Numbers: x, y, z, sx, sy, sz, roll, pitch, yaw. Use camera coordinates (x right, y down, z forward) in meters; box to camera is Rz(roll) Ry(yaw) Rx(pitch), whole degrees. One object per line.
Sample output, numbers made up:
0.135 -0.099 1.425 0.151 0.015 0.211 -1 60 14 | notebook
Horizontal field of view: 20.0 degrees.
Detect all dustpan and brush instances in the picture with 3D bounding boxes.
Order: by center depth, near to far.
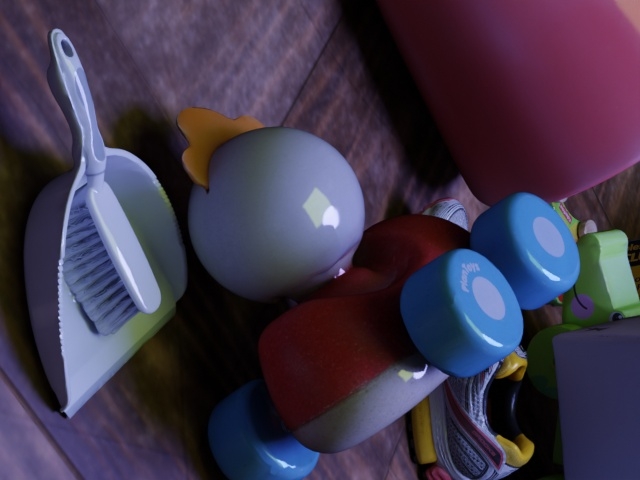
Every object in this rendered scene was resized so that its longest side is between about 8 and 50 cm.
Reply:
-0.134 -0.022 1.067 0.147 0.060 0.211 -47 120 -53 | dustpan and brush

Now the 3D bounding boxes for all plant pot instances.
0.166 -0.198 1.437 0.243 0.275 0.275 51 40 -19 | plant pot

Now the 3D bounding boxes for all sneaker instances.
0.119 0.077 1.410 0.088 0.092 0.225 0 80 -58 | sneaker

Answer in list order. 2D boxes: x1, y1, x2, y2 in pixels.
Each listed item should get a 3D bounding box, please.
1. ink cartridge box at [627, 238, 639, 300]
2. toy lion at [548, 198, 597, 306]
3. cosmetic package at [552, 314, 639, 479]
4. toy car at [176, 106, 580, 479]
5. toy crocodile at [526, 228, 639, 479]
0.411 0.066 1.672 0.130 0.309 0.272 52 41 -36 | ink cartridge box
0.213 0.006 1.645 0.100 0.034 0.096 52 48 -36 | toy lion
0.320 0.247 1.443 0.217 0.156 0.385 -10 97 -41 | cosmetic package
0.000 0.000 1.170 0.238 0.219 0.210 55 34 -1 | toy car
0.240 0.160 1.538 0.115 0.105 0.340 2 91 -58 | toy crocodile
